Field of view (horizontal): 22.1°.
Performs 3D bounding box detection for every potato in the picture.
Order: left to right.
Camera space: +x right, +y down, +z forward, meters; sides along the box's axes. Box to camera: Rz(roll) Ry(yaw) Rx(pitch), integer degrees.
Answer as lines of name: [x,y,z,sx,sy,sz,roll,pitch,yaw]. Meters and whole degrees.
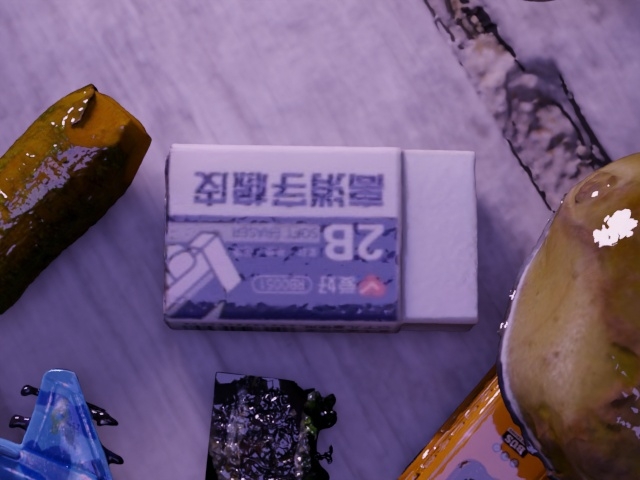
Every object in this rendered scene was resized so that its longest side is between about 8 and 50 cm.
potato: [0.271,0.035,1.001,0.299,0.196,0.246,-15,73,-27]

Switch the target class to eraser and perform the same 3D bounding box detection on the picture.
eraser: [0.000,0.000,1.115,0.210,0.068,0.124,1,78,-1]

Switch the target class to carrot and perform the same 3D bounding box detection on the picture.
carrot: [-0.192,-0.027,1.113,0.082,0.082,0.173,42,90,6]

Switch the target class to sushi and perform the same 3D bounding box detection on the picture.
sushi: [-0.033,0.135,1.097,0.084,0.056,0.083,7,80,1]

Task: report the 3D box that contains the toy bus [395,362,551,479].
toy bus: [0.136,0.122,1.086,0.083,0.088,0.194,41,82,5]

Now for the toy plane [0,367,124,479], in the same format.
toy plane: [-0.150,0.185,1.081,0.246,0.078,0.169,23,81,-4]
